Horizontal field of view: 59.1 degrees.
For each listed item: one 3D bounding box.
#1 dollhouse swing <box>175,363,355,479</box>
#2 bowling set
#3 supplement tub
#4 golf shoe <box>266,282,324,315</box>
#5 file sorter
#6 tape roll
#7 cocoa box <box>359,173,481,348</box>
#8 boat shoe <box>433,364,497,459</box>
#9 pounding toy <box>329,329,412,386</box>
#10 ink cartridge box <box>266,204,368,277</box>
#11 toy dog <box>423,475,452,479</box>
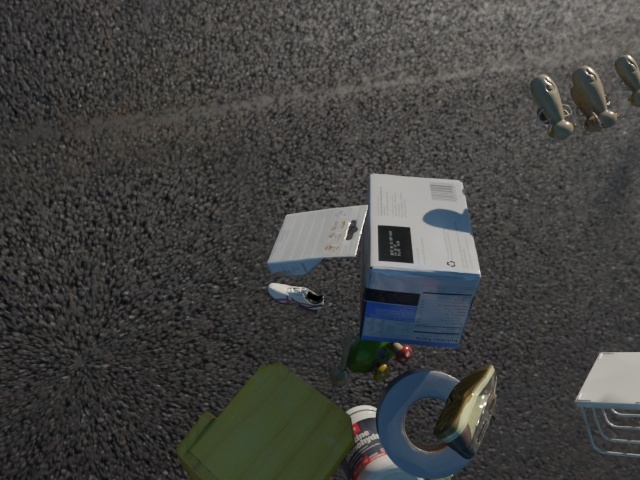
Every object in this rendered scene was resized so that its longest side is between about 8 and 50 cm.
[{"bbox_3d":[-0.100,0.530,1.323,0.346,0.315,0.305,29,53,32],"label":"dollhouse swing"},{"bbox_3d":[0.606,-0.298,1.322,0.287,0.200,0.154,-15,74,-6],"label":"bowling set"},{"bbox_3d":[0.152,0.611,1.583,0.191,0.272,0.191,-5,109,-14],"label":"supplement tub"},{"bbox_3d":[-0.077,0.168,1.786,0.186,0.086,0.067,21,42,-12],"label":"golf shoe"},{"bbox_3d":[0.864,0.450,1.565,0.277,0.192,0.173,-28,101,-46],"label":"file sorter"},{"bbox_3d":[0.229,0.387,1.206,0.219,0.072,0.219,0,84,1],"label":"tape roll"},{"bbox_3d":[0.210,0.040,1.296,0.231,0.228,0.347,4,39,1],"label":"cocoa box"},{"bbox_3d":[0.262,0.291,0.967,0.073,0.080,0.223,53,34,5],"label":"boat shoe"},{"bbox_3d":[0.149,0.305,1.463,0.236,0.183,0.110,-8,40,-46],"label":"pounding toy"},{"bbox_3d":[0.000,0.000,1.081,0.145,0.179,0.045,-72,150,-43],"label":"ink cartridge box"},{"bbox_3d":[0.235,0.872,1.757,0.408,0.395,0.285,5,61,-49],"label":"toy dog"}]
